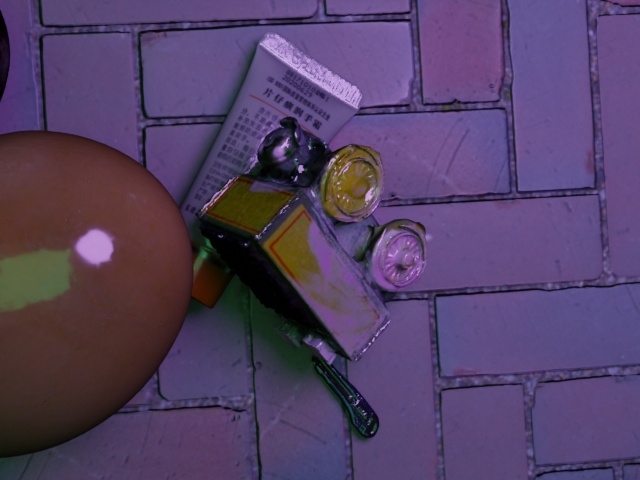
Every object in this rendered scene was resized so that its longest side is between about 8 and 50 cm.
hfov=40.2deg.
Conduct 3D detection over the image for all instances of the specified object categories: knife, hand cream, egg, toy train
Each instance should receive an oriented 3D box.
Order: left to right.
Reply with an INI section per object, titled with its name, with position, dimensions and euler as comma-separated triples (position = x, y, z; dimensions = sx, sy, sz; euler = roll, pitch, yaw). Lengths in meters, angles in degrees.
[egg]
position = -0.292, 0.052, 0.842
dimensions = 0.374, 0.301, 0.301
euler = -23, 93, 36
[hand cream]
position = -0.084, -0.080, 0.989
dimensions = 0.139, 0.089, 0.314
euler = 35, 84, -11
[toy train]
position = 0.000, 0.000, 0.932
dimensions = 0.177, 0.134, 0.261
euler = -48, 126, -18
[knife]
position = 0.029, 0.183, 1.034
dimensions = 0.031, 0.018, 0.121
euler = -40, 92, -6

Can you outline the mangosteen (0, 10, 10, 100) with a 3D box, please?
[mangosteen]
position = -0.458, -0.194, 0.844
dimensions = 0.275, 0.302, 0.275
euler = -4, 72, 14
